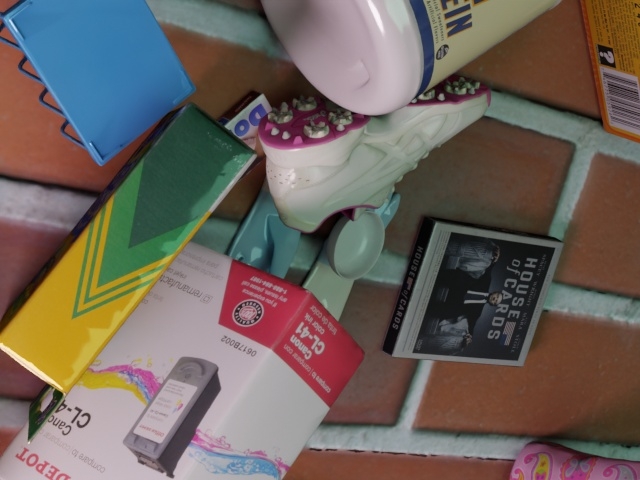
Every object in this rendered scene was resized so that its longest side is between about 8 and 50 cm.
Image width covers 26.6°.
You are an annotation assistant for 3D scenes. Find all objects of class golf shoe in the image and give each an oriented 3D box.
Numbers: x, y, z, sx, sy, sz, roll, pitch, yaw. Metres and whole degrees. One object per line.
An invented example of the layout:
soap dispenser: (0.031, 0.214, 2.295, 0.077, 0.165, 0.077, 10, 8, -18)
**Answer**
golf shoe: (0.061, -0.104, 1.484, 0.306, 0.115, 0.140, -19, 123, -32)

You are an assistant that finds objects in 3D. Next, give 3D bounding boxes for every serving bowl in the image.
serving bowl: (0.035, 0.002, 1.525, 0.083, 0.027, 0.083, -26, 127, -40)

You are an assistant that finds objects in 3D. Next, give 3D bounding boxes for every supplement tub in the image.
supplement tub: (0.120, -0.298, 1.368, 0.325, 0.235, 0.235, -35, 126, -21)

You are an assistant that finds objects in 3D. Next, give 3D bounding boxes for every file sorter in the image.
file sorter: (-0.221, -0.180, 1.244, 0.118, 0.104, 0.170, -42, 128, -17)

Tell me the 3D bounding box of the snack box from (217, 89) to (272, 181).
snack box: (-0.116, -0.078, 1.420, 0.178, 0.022, 0.064, -43, 127, -15)

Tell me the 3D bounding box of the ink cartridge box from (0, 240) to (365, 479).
ink cartridge box: (-0.138, 0.169, 1.328, 0.306, 0.226, 0.131, -54, 136, -17)

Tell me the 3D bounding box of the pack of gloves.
pack of gloves: (0.000, 0.000, 1.525, 0.195, 0.046, 0.232, 24, 93, -40)

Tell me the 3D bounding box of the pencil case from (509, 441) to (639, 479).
pencil case: (0.390, 0.342, 1.804, 0.124, 0.284, 0.124, -2, 93, -42)

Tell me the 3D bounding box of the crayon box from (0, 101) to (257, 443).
crayon box: (-0.202, 0.022, 1.265, 0.083, 0.203, 0.323, 38, 85, -11)

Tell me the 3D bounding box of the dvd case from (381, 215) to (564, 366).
dvd case: (0.197, 0.069, 1.713, 0.239, 0.030, 0.179, 8, 104, -38)

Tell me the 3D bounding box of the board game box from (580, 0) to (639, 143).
board game box: (0.561, -0.317, 1.614, 0.356, 0.356, 0.356, -33, 125, -22)
